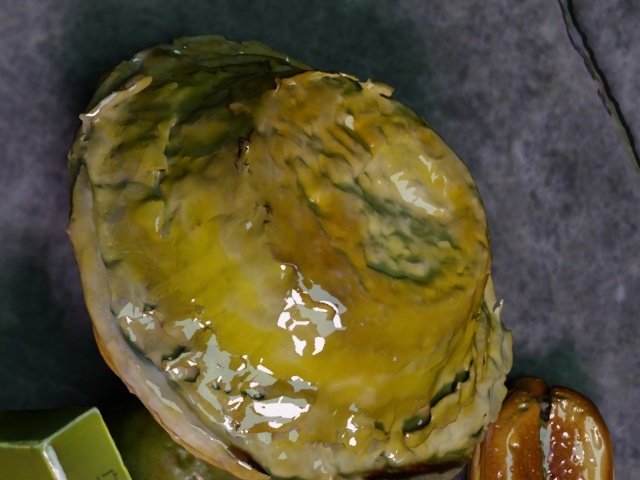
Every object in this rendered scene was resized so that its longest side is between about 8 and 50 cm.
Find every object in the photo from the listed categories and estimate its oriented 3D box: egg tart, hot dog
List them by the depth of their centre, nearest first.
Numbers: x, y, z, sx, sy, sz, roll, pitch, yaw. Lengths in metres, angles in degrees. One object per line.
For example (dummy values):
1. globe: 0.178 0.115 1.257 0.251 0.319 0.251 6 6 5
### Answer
1. egg tart: 0.000 0.000 1.034 0.295 0.116 0.295 22 49 -27
2. hot dog: 0.138 0.210 1.194 0.100 0.068 0.249 -1 91 -13

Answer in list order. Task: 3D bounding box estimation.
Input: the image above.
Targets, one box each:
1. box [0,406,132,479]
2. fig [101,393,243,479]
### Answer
1. box: -0.116 0.234 1.026 0.043 0.173 0.311 -33 105 -37
2. fig: -0.025 0.152 1.112 0.259 0.151 0.151 -1 94 -51
